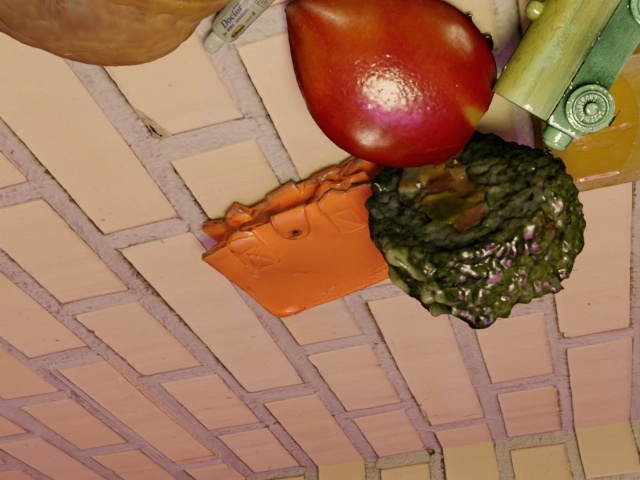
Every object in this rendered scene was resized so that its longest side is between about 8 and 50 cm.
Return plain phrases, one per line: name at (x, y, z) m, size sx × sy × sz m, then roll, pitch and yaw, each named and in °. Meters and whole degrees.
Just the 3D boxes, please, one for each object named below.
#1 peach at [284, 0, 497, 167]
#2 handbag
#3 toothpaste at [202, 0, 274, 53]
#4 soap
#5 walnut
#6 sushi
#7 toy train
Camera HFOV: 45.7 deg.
peach at (0.104, -0.237, 1.153) m, size 0.362 × 0.201 × 0.258 m, roll 21°, pitch 138°, yaw -27°
handbag at (0.000, 0.000, 1.530) m, size 0.410 × 0.116 × 0.303 m, roll -23°, pitch 138°, yaw 24°
toothpaste at (-0.090, -0.362, 1.114) m, size 0.067 × 0.037 × 0.255 m, roll 31°, pitch 129°, yaw -28°
soap at (0.465, -0.215, 1.294) m, size 0.199 × 0.091 × 0.315 m, roll -12°, pitch 142°, yaw 10°
walnut at (-0.266, -0.360, 0.899) m, size 0.344 × 0.306 × 0.306 m, roll 25°, pitch 137°, yaw -10°
sushi at (0.237, -0.025, 1.238) m, size 0.294 × 0.352 × 0.178 m, roll -40°, pitch 125°, yaw -10°
toy train at (0.379, -0.286, 1.097) m, size 0.189 × 0.126 × 0.307 m, roll 31°, pitch 106°, yaw 8°
